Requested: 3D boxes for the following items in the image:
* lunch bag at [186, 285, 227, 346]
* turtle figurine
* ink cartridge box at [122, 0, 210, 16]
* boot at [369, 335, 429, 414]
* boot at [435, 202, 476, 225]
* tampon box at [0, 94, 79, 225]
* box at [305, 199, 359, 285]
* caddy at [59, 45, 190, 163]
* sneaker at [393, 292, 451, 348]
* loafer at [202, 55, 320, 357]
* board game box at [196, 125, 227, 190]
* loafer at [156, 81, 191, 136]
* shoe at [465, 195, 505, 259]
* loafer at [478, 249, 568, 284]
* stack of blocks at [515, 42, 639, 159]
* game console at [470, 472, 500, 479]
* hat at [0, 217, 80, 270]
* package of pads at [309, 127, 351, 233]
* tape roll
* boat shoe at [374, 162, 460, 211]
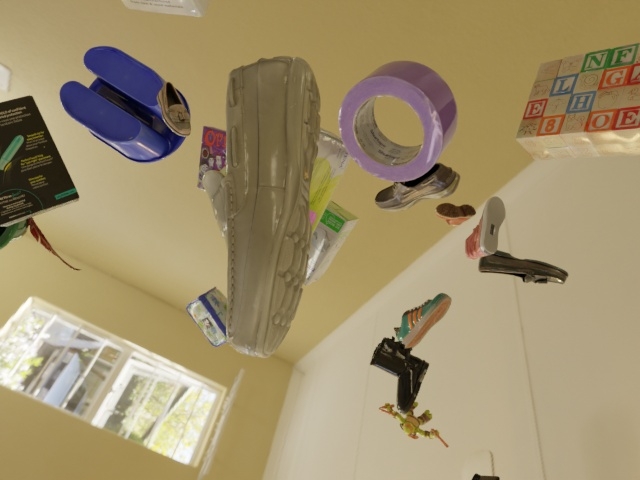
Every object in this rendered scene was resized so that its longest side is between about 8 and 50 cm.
[{"bbox_3d":[-0.255,0.186,1.119,0.096,0.129,0.151,-36,-177,-16],"label":"lunch bag"},{"bbox_3d":[0.354,0.683,1.709,0.217,0.269,0.087,2,107,-66],"label":"turtle figurine"},{"bbox_3d":[-0.268,-0.582,0.664,0.385,0.160,0.279,67,36,-72],"label":"ink cartridge box"},{"bbox_3d":[0.136,0.242,0.840,0.121,0.099,0.045,-56,175,-34],"label":"boot"},{"bbox_3d":[0.434,-0.080,1.528,0.084,0.158,0.059,-49,-134,50],"label":"boot"},{"bbox_3d":[-0.459,-0.116,0.694,0.120,0.161,0.101,-26,-167,-26],"label":"tampon box"},{"bbox_3d":[0.000,0.000,1.440,0.231,0.127,0.262,-57,173,11],"label":"box"},{"bbox_3d":[-0.526,-0.364,1.262,0.241,0.341,0.179,-56,169,-3],"label":"caddy"},{"bbox_3d":[0.399,0.305,1.855,0.302,0.108,0.121,-55,-133,24],"label":"sneaker"},{"bbox_3d":[-0.067,-0.042,0.484,0.112,0.111,0.319,57,37,-70],"label":"loafer"},{"bbox_3d":[-0.239,-0.216,1.409,0.056,0.347,0.208,-8,114,-57],"label":"board game box"},{"bbox_3d":[-0.276,-0.249,0.863,0.125,0.045,0.039,57,-47,27],"label":"loafer"},{"bbox_3d":[0.434,-0.033,1.221,0.081,0.063,0.178,-36,-150,60],"label":"shoe"},{"bbox_3d":[0.646,0.103,1.481,0.084,0.267,0.096,-65,155,-16],"label":"loafer"},{"bbox_3d":[0.519,-0.241,0.796,0.297,0.087,0.171,10,-105,53],"label":"stack of blocks"},{"bbox_3d":[0.330,0.562,0.962,0.122,0.107,0.071,-38,-154,-31],"label":"game console"},{"bbox_3d":[-0.647,-0.044,0.993,0.183,0.173,0.208,15,78,-76],"label":"hat"},{"bbox_3d":[-0.056,-0.111,1.016,0.296,0.101,0.229,-63,-158,11],"label":"package of pads"},{"bbox_3d":[0.131,-0.201,0.787,0.080,0.189,0.189,-49,-177,-41],"label":"tape roll"},{"bbox_3d":[0.337,-0.211,1.700,0.355,0.130,0.132,-17,-139,43],"label":"boat shoe"}]
